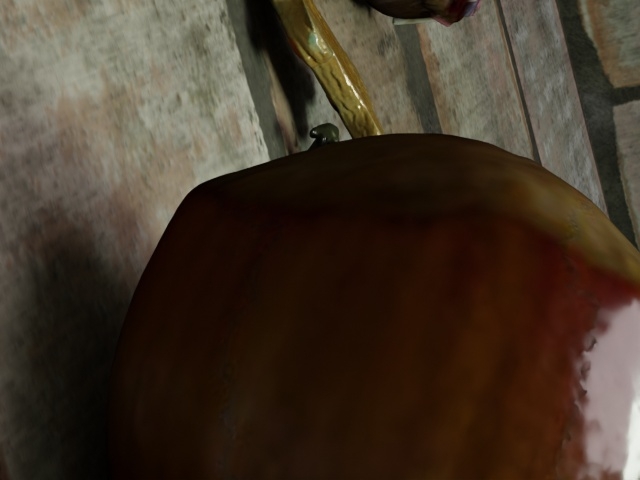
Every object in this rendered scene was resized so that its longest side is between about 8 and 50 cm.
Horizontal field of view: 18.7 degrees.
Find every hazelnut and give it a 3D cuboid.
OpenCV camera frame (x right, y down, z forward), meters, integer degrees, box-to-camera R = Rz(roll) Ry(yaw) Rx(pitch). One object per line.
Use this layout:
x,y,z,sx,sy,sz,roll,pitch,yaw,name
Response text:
0.036,0.115,1.075,0.366,0.366,0.365,-13,90,-75,hazelnut

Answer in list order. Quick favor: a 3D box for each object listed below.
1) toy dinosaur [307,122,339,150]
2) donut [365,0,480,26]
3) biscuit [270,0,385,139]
0.000,0.000,1.593,0.187,0.087,0.179,-58,173,-48,toy dinosaur
0.060,-0.378,1.889,0.259,0.136,0.345,7,70,-72,donut
-0.013,-0.178,1.599,0.234,0.030,0.153,56,8,-35,biscuit
